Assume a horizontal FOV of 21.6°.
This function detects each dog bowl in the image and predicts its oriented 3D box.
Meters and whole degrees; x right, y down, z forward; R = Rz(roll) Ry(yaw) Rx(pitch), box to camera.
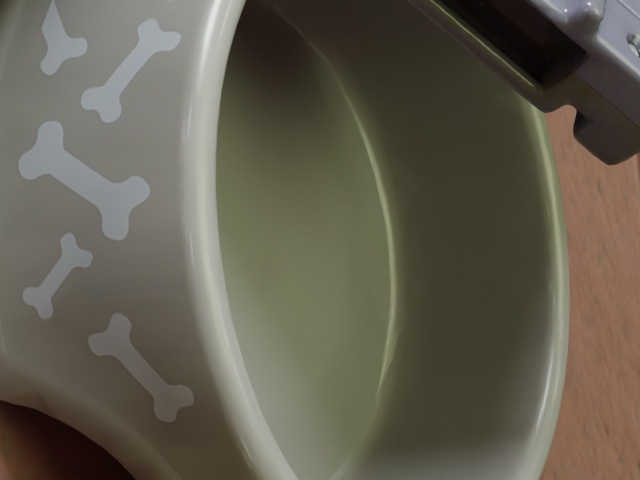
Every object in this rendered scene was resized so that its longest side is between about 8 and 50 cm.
[{"bbox_3d":[0.000,0.000,0.730,0.349,0.102,0.348,18,69,-55],"label":"dog bowl"}]

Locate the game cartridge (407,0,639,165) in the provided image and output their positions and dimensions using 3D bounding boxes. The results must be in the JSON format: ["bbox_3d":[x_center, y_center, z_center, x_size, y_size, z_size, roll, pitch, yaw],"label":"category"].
[{"bbox_3d":[0.026,-0.215,0.705,0.355,0.068,0.230,37,45,-19],"label":"game cartridge"}]
